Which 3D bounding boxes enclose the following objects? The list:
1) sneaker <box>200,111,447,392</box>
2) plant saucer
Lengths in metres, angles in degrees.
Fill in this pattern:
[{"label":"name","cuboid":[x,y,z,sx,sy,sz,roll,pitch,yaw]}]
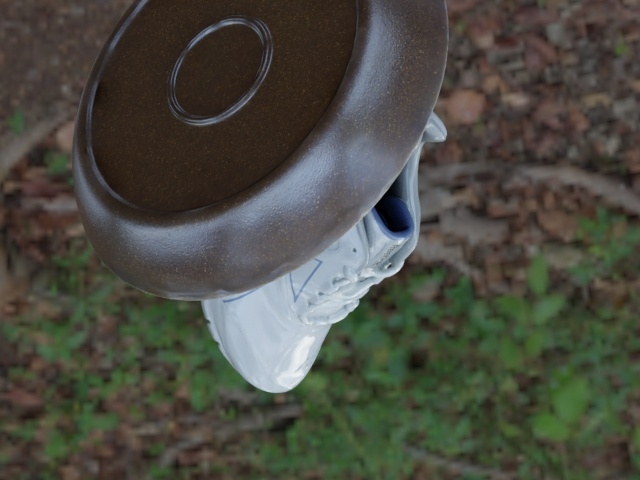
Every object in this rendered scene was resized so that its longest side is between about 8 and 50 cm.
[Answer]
[{"label":"sneaker","cuboid":[0.000,0.000,1.190,0.111,0.129,0.297,-16,135,-39]},{"label":"plant saucer","cuboid":[-0.059,-0.108,1.137,0.311,0.310,0.050,-20,144,25]}]
